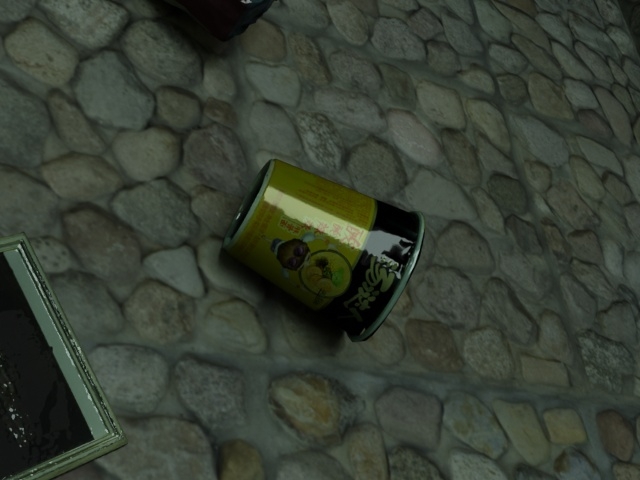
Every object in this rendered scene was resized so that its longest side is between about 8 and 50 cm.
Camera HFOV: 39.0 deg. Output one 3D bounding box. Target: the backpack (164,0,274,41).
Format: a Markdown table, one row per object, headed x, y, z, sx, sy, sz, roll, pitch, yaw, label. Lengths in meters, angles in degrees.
| x | y | z | sx | sy | sz | roll | pitch | yaw | label |
| --- | --- | --- | --- | --- | --- | --- | --- | --- | --- |
| -0.168 | -0.493 | 1.459 | 0.283 | 0.197 | 0.317 | 40 | 43 | -9 | backpack |

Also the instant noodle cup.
| x | y | z | sx | sy | sz | roll | pitch | yaw | label |
| --- | --- | --- | --- | --- | --- | --- | --- | --- | --- |
| 0.000 | 0.000 | 1.274 | 0.236 | 0.215 | 0.215 | 29 | 47 | -11 | instant noodle cup |

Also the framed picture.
| x | y | z | sx | sy | sz | roll | pitch | yaw | label |
| --- | --- | --- | --- | --- | --- | --- | --- | --- | --- |
| -0.366 | 0.136 | 0.999 | 0.231 | 0.018 | 0.293 | -19 | 75 | -45 | framed picture |
